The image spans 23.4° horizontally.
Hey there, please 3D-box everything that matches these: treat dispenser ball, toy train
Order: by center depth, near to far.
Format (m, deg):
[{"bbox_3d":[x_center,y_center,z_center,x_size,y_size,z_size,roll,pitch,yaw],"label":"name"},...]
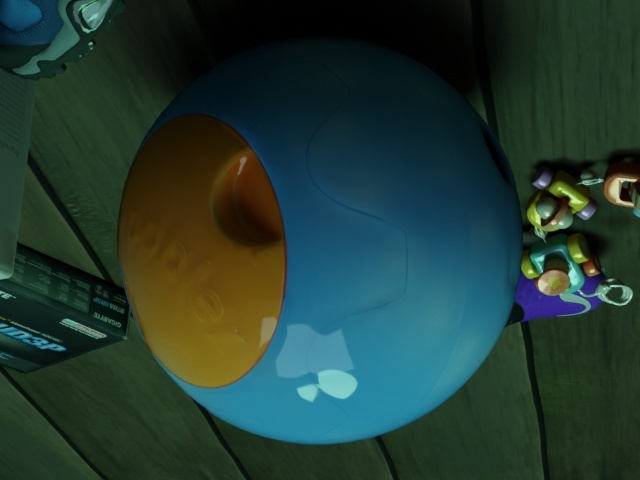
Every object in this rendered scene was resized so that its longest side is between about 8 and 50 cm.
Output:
[{"bbox_3d":[0.000,0.000,1.097,0.288,0.288,0.288,3,154,1],"label":"treat dispenser ball"},{"bbox_3d":[0.229,-0.003,1.281,0.125,0.046,0.166,13,130,6],"label":"toy train"}]

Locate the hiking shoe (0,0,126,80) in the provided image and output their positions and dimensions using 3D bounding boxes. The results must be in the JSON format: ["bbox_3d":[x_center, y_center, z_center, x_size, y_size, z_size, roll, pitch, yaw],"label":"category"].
[{"bbox_3d":[-0.148,-0.216,0.887,0.132,0.113,0.304,22,135,-23],"label":"hiking shoe"}]

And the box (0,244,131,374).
[{"bbox_3d":[-0.325,0.060,1.526,0.175,0.051,0.220,-20,145,39],"label":"box"}]

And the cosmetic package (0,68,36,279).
[{"bbox_3d":[-0.257,-0.085,1.016,0.117,0.231,0.085,-12,152,27],"label":"cosmetic package"}]

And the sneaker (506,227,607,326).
[{"bbox_3d":[0.111,0.070,1.385,0.293,0.146,0.102,3,154,1],"label":"sneaker"}]
